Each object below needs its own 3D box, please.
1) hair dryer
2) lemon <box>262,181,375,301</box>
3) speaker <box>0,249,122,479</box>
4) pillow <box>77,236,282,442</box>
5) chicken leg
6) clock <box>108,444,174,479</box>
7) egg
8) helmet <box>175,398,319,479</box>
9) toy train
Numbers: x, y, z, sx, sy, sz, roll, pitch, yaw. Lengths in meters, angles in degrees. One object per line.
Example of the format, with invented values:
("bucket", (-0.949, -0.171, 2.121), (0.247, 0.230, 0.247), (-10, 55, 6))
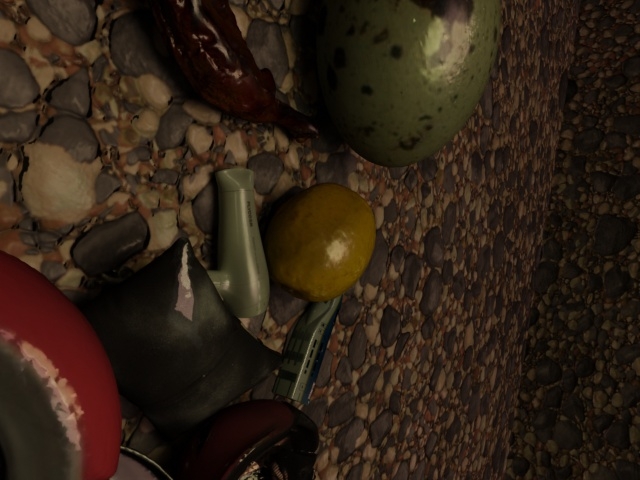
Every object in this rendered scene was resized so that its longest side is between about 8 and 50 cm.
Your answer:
("hair dryer", (-0.170, 0.011, 0.663), (0.237, 0.076, 0.206), (-10, 96, -45))
("lemon", (0.000, 0.000, 0.794), (0.207, 0.170, 0.170), (-56, 136, -35))
("speaker", (-0.287, 0.144, 0.328), (0.294, 0.295, 0.293), (-11, 104, -53))
("pillow", (-0.170, 0.127, 0.606), (0.186, 0.106, 0.249), (-34, 129, -5))
("chicken leg", (-0.114, -0.230, 0.670), (0.407, 0.096, 0.157), (45, 40, -50))
("clock", (-0.255, 0.327, 0.483), (0.281, 0.055, 0.280), (6, 77, -29))
("egg", (0.134, -0.309, 0.831), (0.288, 0.288, 0.378), (-15, 121, -52))
("helmet", (-0.108, 0.298, 0.689), (0.253, 0.154, 0.198), (31, 82, -55))
("toy train", (-0.013, 0.159, 0.894), (0.051, 0.052, 0.233), (38, 65, -45))
